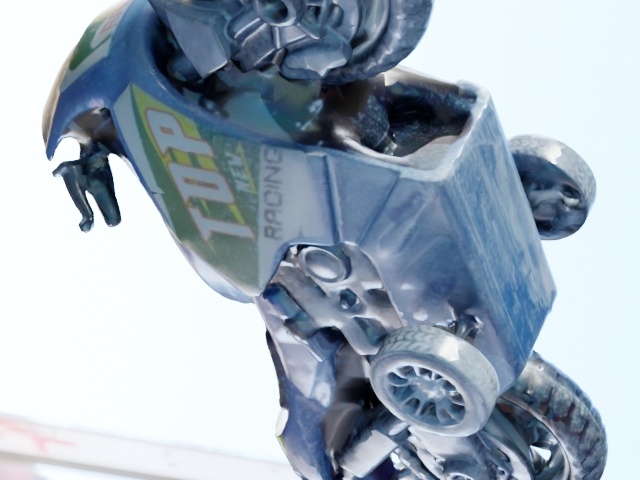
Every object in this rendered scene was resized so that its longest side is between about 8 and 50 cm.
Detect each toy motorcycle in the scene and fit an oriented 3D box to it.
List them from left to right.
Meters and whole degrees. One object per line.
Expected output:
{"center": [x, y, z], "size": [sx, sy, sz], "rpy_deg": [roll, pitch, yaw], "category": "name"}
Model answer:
{"center": [0.000, 0.000, 0.440], "size": [0.136, 0.254, 0.092], "rpy_deg": [3, -135, 33], "category": "toy motorcycle"}
